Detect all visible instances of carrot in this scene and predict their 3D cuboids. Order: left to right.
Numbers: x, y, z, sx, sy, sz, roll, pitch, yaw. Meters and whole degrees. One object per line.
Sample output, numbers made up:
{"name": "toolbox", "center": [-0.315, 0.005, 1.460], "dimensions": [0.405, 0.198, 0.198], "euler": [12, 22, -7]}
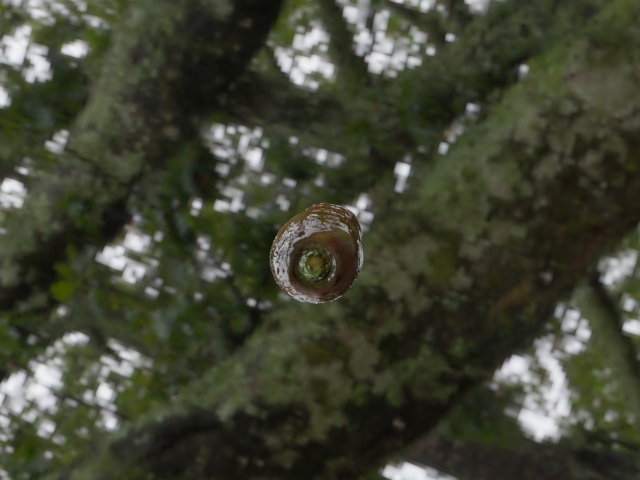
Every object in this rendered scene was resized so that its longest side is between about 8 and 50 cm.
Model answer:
{"name": "carrot", "center": [0.000, 0.000, 0.895], "dimensions": [0.191, 0.047, 0.047], "euler": [-76, -1, -82]}
